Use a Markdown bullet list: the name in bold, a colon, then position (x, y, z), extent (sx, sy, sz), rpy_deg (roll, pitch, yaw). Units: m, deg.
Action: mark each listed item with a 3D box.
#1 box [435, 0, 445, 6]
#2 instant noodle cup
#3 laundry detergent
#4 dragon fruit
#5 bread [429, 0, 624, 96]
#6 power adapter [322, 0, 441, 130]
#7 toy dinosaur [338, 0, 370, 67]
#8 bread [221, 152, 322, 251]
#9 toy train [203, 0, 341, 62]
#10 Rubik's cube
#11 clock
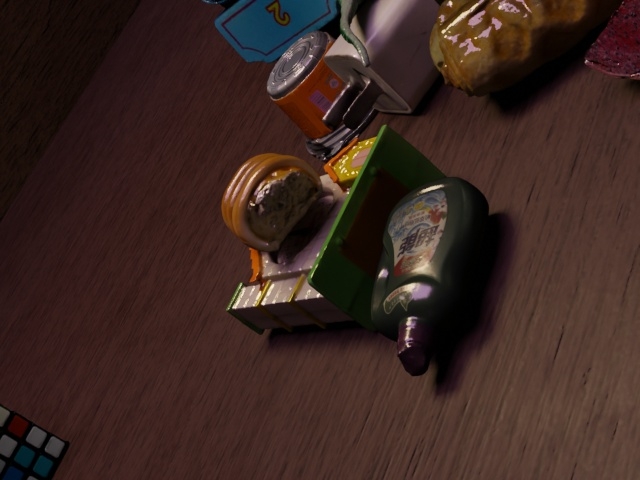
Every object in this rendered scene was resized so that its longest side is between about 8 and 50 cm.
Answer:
- **box**: position (0.221, -0.454, 1.541), extent (0.173, 0.043, 0.311), rpy_deg (-21, 34, 27)
- **instant noodle cup**: position (0.000, -0.231, 1.572), extent (0.177, 0.125, 0.208), rpy_deg (-35, 29, 33)
- **laundry detergent**: position (0.104, 0.045, 1.087), extent (0.144, 0.078, 0.222), rpy_deg (-28, 36, 44)
- **dragon fruit**: position (0.336, -0.207, 1.027), extent (0.102, 0.096, 0.147), rpy_deg (-49, -8, -19)
- **bread**: position (0.243, -0.272, 1.213), extent (0.267, 0.130, 0.152), rpy_deg (-38, 37, 27)
- **power adapter**: position (0.080, -0.235, 1.436), extent (0.205, 0.125, 0.130), rpy_deg (-54, 25, -7)
- **toy dinosaur**: position (0.050, -0.357, 1.394), extent (0.383, 0.076, 0.129), rpy_deg (-80, 3, -62)
- **bread**: position (-0.068, -0.050, 1.266), extent (0.119, 0.084, 0.177), rpy_deg (-56, 17, -4)
- **toy train**: position (-0.076, -0.470, 1.862), extent (0.300, 0.265, 0.188), rpy_deg (-26, 24, 46)
- **Rubik's cube**: position (-0.541, 0.353, 1.644), extent (0.184, 0.182, 0.187), rpy_deg (-14, 44, 51)
- **clock**: position (0.000, 0.000, 1.285), extent (0.255, 0.106, 0.220), rpy_deg (-12, 45, 54)
